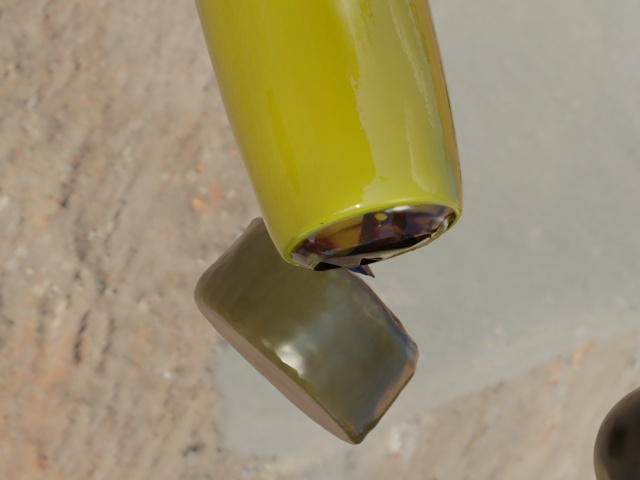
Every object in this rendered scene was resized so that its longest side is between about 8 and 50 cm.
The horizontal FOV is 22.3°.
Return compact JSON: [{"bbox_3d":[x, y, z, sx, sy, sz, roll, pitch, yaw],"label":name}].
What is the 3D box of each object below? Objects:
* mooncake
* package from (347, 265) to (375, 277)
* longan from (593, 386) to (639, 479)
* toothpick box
[{"bbox_3d":[-0.012,0.103,1.950,0.155,0.284,0.284,-46,155,-8],"label":"mooncake"},{"bbox_3d":[0.000,0.000,2.172,0.022,0.083,0.200,-37,148,25],"label":"package"},{"bbox_3d":[0.405,0.252,1.776,0.196,0.220,0.196,-35,156,-18],"label":"longan"},{"bbox_3d":[0.010,-0.114,1.208,0.175,0.271,0.175,-13,163,-4],"label":"toothpick box"}]
